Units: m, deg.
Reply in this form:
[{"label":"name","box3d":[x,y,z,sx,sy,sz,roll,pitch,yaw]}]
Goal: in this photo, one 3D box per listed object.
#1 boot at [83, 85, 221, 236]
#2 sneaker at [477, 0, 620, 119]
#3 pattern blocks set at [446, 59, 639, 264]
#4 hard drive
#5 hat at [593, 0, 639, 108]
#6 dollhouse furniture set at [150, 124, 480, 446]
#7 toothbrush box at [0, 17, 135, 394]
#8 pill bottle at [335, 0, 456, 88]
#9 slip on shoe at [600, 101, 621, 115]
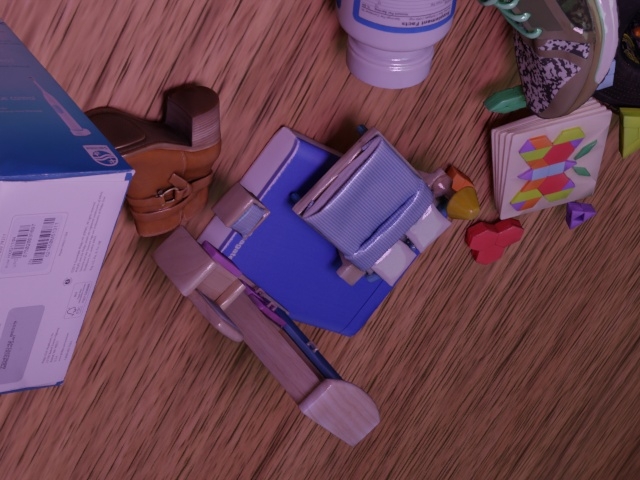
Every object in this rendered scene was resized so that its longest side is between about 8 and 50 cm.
[{"label":"boot","box3d":[-0.184,-0.062,1.454,0.197,0.073,0.152,-19,141,-27]},{"label":"sneaker","box3d":[0.208,-0.296,1.547,0.182,0.158,0.410,-23,132,-18]},{"label":"pattern blocks set","box3d":[0.288,-0.098,1.836,0.285,0.026,0.325,-24,144,2]},{"label":"hard drive","box3d":[0.000,0.000,1.715,0.210,0.040,0.319,-53,143,13]},{"label":"hat","box3d":[0.446,-0.299,1.741,0.331,0.133,0.331,-4,150,-2]},{"label":"dollhouse furniture set","box3d":[0.040,0.021,1.564,0.303,0.198,0.286,-45,146,1]},{"label":"toothbrush box","box3d":[-0.298,-0.047,1.167,0.126,0.295,0.216,-4,130,-40]},{"label":"pill bottle","box3d":[0.079,-0.268,1.454,0.124,0.124,0.221,-22,140,-28]},{"label":"slip on shoe","box3d":[0.416,-0.189,1.930,0.135,0.051,0.041,21,71,-43]}]
